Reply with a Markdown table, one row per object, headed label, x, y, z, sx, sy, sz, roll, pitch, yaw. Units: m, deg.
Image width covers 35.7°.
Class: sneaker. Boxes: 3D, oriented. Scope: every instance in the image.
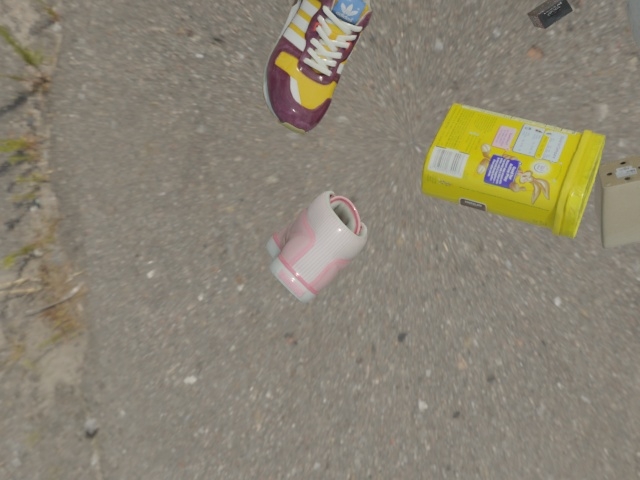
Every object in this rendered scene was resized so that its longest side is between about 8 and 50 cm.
| label | x | y | z | sx | sy | sz | roll | pitch | yaw |
| --- | --- | --- | --- | --- | --- | --- | --- | --- | --- |
| sneaker | 0.000 | 0.000 | 0.700 | 0.051 | 0.134 | 0.070 | 42 | 94 | -6 |
| sneaker | 0.002 | -0.187 | 0.912 | 0.069 | 0.084 | 0.186 | 24 | 61 | -24 |

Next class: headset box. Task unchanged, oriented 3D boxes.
| label | x | y | z | sx | sy | sz | roll | pitch | yaw |
| --- | --- | --- | --- | --- | --- | --- | --- | --- | --- |
| headset box | 0.428 | -0.425 | 1.852 | 0.062 | 0.083 | 0.032 | -33 | 104 | 7 |

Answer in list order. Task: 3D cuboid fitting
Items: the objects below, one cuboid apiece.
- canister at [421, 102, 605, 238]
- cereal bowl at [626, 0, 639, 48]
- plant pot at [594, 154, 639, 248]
| label | x | y | z | sx | sy | sz | roll | pitch | yaw |
| --- | --- | --- | --- | --- | --- | --- | --- | --- | --- |
| canister | 0.207 | -0.080 | 1.074 | 0.169 | 0.126 | 0.073 | 17 | 141 | 17 |
| cereal bowl | 0.610 | -0.410 | 1.467 | 0.339 | 0.339 | 0.141 | -22 | 107 | 7 |
| plant pot | 0.464 | -0.066 | 1.491 | 0.109 | 0.109 | 0.096 | -12 | 121 | 15 |
